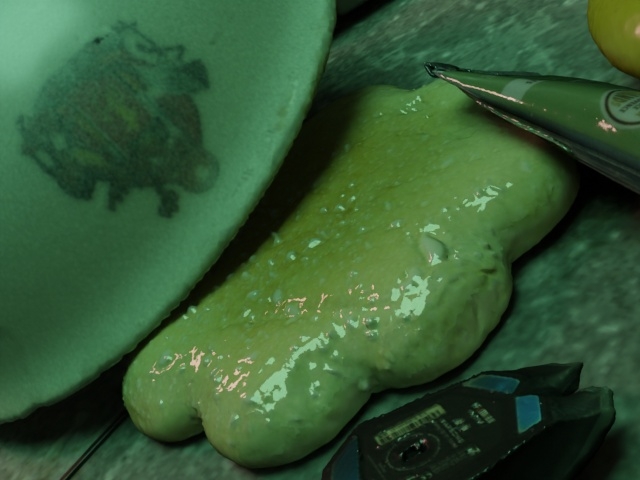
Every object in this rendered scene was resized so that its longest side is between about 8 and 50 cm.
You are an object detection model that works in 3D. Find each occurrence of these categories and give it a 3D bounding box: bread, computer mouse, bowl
[{"bbox_3d":[0.000,0.000,0.615,0.316,0.054,0.316,-25,32,18],"label":"bread"},{"bbox_3d":[0.061,0.094,0.416,0.135,0.047,0.079,-27,22,-9],"label":"computer mouse"},{"bbox_3d":[-0.215,-0.106,0.709,0.435,0.196,0.434,-31,38,28],"label":"bowl"}]

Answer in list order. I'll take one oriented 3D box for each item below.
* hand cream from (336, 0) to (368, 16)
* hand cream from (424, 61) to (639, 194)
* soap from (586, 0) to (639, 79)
[{"bbox_3d":[0.081,-0.300,0.940,0.314,0.089,0.139,-30,30,1],"label":"hand cream"},{"bbox_3d":[0.149,-0.059,0.511,0.086,0.055,0.235,0,23,-29],"label":"hand cream"},{"bbox_3d":[0.333,-0.191,0.482,0.427,0.115,0.306,-12,40,36],"label":"soap"}]
